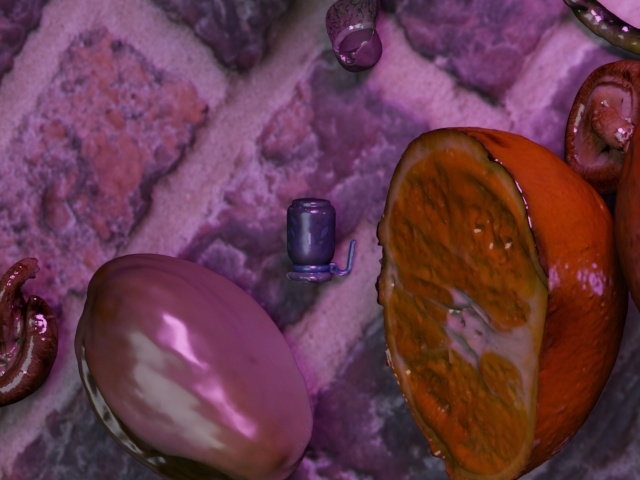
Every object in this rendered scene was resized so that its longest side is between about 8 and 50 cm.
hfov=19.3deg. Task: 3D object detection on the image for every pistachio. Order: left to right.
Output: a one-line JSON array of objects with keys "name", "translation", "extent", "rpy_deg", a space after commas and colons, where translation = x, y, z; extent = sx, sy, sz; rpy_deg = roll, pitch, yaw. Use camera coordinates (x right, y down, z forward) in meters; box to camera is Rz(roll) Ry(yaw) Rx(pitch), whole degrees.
[{"name": "pistachio", "translation": [-0.129, 0.137, 1.903], "extent": [0.288, 0.197, 0.166], "rpy_deg": [46, 155, 3]}]

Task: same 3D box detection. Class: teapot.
[{"name": "teapot", "translation": [-0.003, 0.000, 1.888], "extent": [0.049, 0.064, 0.083], "rpy_deg": [12, 105, 55]}]

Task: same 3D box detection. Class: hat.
[{"name": "hat", "translation": [0.039, -0.202, 1.853], "extent": [0.058, 0.042, 0.087], "rpy_deg": [-14, 55, 18]}]

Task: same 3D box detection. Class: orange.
[{"name": "orange", "translation": [0.154, 0.048, 1.705], "extent": [0.274, 0.274, 0.310], "rpy_deg": [-17, 126, 25]}]

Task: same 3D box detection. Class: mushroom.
[{"name": "mushroom", "translation": [-0.341, 0.095, 2.032], "extent": [0.135, 0.080, 0.170], "rpy_deg": [28, 105, 7]}, {"name": "mushroom", "translation": [0.268, -0.104, 1.717], "extent": [0.127, 0.087, 0.127], "rpy_deg": [-25, 56, 46]}]

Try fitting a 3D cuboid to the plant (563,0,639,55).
[{"name": "plant", "translation": [0.414, -0.227, 1.662], "extent": [0.251, 0.180, 0.333], "rpy_deg": [56, 146, 3]}]

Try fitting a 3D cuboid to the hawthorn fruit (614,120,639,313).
[{"name": "hawthorn fruit", "translation": [0.370, -0.046, 1.564], "extent": [0.277, 0.277, 0.298], "rpy_deg": [-5, 125, 25]}]
